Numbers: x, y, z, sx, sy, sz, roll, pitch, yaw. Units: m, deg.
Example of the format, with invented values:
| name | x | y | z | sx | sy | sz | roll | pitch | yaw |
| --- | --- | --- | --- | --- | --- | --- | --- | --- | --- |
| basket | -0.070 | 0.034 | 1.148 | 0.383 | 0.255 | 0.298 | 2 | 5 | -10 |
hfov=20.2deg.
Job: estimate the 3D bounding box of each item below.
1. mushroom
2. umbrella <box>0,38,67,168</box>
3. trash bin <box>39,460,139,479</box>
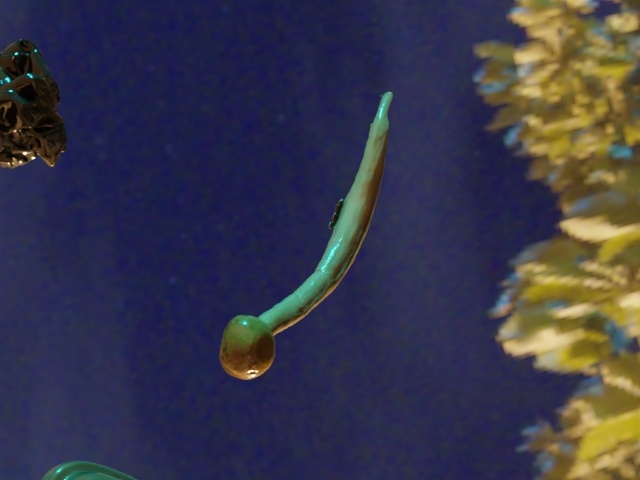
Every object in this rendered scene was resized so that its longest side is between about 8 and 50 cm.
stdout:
| name | x | y | z | sx | sy | sz | roll | pitch | yaw |
| --- | --- | --- | --- | --- | --- | --- | --- | --- | --- |
| mushroom | 0.003 | 0.001 | 1.305 | 0.043 | 0.306 | 0.068 | 25 | -46 | 8 |
| umbrella | -0.334 | -0.069 | 1.416 | 0.122 | 0.272 | 0.110 | 105 | -37 | -77 |
| trash bin | -0.214 | 0.301 | 1.544 | 0.290 | 0.209 | 0.182 | -15 | -130 | 46 |
